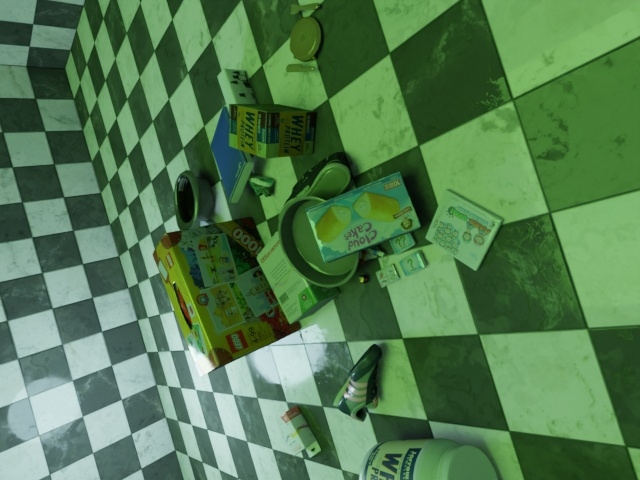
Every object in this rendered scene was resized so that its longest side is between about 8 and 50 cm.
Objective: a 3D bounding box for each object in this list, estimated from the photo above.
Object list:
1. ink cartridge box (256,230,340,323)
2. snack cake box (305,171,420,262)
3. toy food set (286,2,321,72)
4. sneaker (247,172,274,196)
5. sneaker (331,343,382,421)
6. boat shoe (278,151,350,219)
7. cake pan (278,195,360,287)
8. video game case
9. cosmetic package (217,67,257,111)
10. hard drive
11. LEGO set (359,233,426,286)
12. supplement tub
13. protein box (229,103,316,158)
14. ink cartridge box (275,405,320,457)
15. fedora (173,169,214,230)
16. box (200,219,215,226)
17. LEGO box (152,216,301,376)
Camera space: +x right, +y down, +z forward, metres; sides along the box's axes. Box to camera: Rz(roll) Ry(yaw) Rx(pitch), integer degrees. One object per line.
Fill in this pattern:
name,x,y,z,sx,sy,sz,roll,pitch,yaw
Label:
ink cartridge box,-0.085,0.119,1.463,0.201,0.117,0.278,-45,69,45
snack cake box,0.112,-0.055,1.103,0.264,0.089,0.152,-21,83,8
toy food set,-0.044,-0.608,1.265,0.132,0.038,0.192,18,109,36
sneaker,-0.239,-0.207,1.581,0.166,0.064,0.076,25,125,44
sneaker,0.148,0.460,1.337,0.131,0.112,0.319,35,130,16
boat shoe,-0.022,-0.159,1.321,0.340,0.127,0.113,-47,27,46
cake pan,0.000,0.000,1.270,0.292,0.054,0.294,16,120,30
video game case,0.343,-0.027,1.016,0.157,0.019,0.143,38,128,34
cosmetic package,-0.285,-0.497,1.513,0.060,0.098,0.239,-23,85,49
hard drive,-0.351,-0.335,1.628,0.210,0.040,0.319,-56,48,41
LEGO set,0.169,0.039,1.205,0.244,0.060,0.183,-36,71,48
supplement tub,0.285,0.666,1.129,0.324,0.235,0.236,-35,75,47
protein box,-0.155,-0.354,1.334,0.201,0.199,0.136,26,120,40
ink cartridge box,-0.093,0.801,1.719,0.198,0.067,0.115,54,135,22
fedora,-0.568,-0.179,1.905,0.243,0.124,0.276,-17,81,47
box,-0.515,0.003,1.970,0.145,0.038,0.187,30,121,39
LEGO box,-0.357,0.194,1.597,0.193,0.372,0.501,-39,73,46
